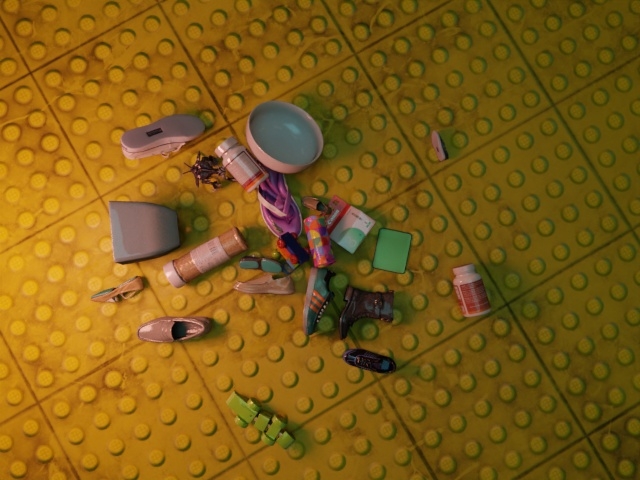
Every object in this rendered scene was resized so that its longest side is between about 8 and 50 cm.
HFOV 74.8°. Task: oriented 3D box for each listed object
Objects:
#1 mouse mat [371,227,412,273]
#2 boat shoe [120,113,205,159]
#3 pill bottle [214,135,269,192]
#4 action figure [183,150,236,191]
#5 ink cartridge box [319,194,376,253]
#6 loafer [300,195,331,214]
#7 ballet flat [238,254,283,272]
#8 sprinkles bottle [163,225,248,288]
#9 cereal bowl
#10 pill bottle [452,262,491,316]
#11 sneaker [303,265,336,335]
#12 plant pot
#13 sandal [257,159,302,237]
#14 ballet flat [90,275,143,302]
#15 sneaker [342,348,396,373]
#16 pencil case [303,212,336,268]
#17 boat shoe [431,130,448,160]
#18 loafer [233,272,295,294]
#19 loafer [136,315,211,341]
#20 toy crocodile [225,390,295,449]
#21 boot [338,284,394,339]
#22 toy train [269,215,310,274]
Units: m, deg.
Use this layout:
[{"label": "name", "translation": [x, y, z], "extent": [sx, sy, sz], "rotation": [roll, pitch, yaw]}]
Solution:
[{"label": "mouse mat", "translation": [0.321, 0.047, 1.879], "extent": [0.153, 0.007, 0.189], "rotation": [12, 88, 0]}, {"label": "boat shoe", "translation": [-0.686, -0.434, 1.843], "extent": [0.367, 0.156, 0.135], "rotation": [-31, 82, -31]}, {"label": "pill bottle", "translation": [-0.327, -0.316, 1.740], "extent": [0.121, 0.121, 0.221], "rotation": [-42, 101, -3]}, {"label": "action figure", "translation": [-0.456, -0.296, 1.832], "extent": [0.276, 0.141, 0.163], "rotation": [3, 89, -16]}, {"label": "ink cartridge box", "translation": [0.104, -0.074, 1.863], "extent": [0.225, 0.056, 0.181], "rotation": [36, 87, 0]}, {"label": "loafer", "translation": [-0.019, -0.160, 1.862], "extent": [0.148, 0.050, 0.056], "rotation": [21, 86, 9]}, {"label": "ballet flat", "translation": [-0.255, 0.098, 1.836], "extent": [0.203, 0.074, 0.074], "rotation": [5, 86, 11]}, {"label": "sprinkles bottle", "translation": [-0.493, 0.073, 1.815], "extent": [0.356, 0.121, 0.121], "rotation": [-29, 87, -2]}, {"label": "cereal bowl", "translation": [-0.165, -0.425, 1.805], "extent": [0.339, 0.141, 0.338], "rotation": [12, 60, -20]}, {"label": "pill bottle", "translation": [0.649, 0.213, 1.814], "extent": [0.121, 0.121, 0.215], "rotation": [-16, 87, -1]}, {"label": "sneaker", "translation": [-0.003, 0.266, 1.813], "extent": [0.121, 0.108, 0.301], "rotation": [9, 85, 4]}, {"label": "plant pot", "translation": [-0.727, -0.037, 1.766], "extent": [0.253, 0.247, 0.247], "rotation": [-6, 87, -17]}, {"label": "sandal", "translation": [-0.201, -0.196, 1.842], "extent": [0.170, 0.102, 0.415], "rotation": [-19, 87, -1]}, {"label": "ballet flat", "translation": [-0.885, 0.231, 1.828], "extent": [0.233, 0.080, 0.073], "rotation": [-24, 102, 0]}, {"label": "sneaker", "translation": [0.213, 0.521, 1.807], "extent": [0.233, 0.090, 0.081], "rotation": [8, 87, 0]}, {"label": "pencil case", "translation": [0.000, 0.000, 1.809], "extent": [0.105, 0.104, 0.236], "rotation": [-11, 77, -1]}, {"label": "boat shoe", "translation": [0.541, -0.428, 1.893], "extent": [0.040, 0.049, 0.142], "rotation": [-15, 88, -20]}, {"label": "loafer", "translation": [-0.243, 0.188, 1.826], "extent": [0.269, 0.102, 0.091], "rotation": [3, 85, -10]}, {"label": "loafer", "translation": [-0.635, 0.380, 1.799], "extent": [0.320, 0.111, 0.111], "rotation": [-9, 87, -1]}, {"label": "toy crocodile", "translation": [-0.253, 0.766, 1.793], "extent": [0.341, 0.105, 0.115], "rotation": [32, 87, 6]}, {"label": "boot", "translation": [0.204, 0.323, 1.820], "extent": [0.229, 0.091, 0.262], "rotation": [13, 84, 1]}, {"label": "toy train", "translation": [-0.170, 0.025, 1.823], "extent": [0.248, 0.105, 0.143], "rotation": [49, 131, 8]}]
